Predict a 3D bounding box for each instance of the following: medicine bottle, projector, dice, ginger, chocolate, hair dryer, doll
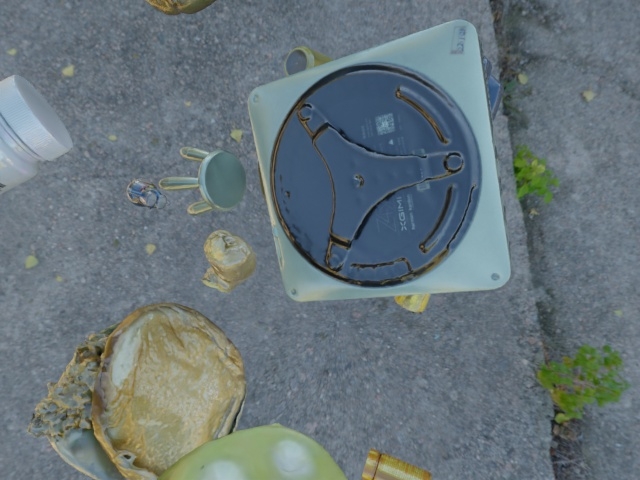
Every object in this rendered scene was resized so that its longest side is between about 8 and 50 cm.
[{"bbox_3d":[0.227,0.707,1.307,0.191,0.096,0.096,15,80,17],"label":"medicine bottle"},{"bbox_3d":[0.053,-0.066,0.472,0.259,0.079,0.257,-8,97,27],"label":"projector"},{"bbox_3d":[-0.064,0.293,0.399,0.169,0.169,0.166,43,120,42],"label":"dice"},{"bbox_3d":[-0.376,-0.091,0.461,0.186,0.103,0.103,-31,80,-6],"label":"medicine bottle"},{"bbox_3d":[-0.257,0.061,1.240,0.138,0.267,0.152,39,51,19],"label":"ginger"},{"bbox_3d":[0.252,0.065,1.044,0.085,0.085,0.219,22,109,6],"label":"chocolate"},{"bbox_3d":[-0.080,-0.374,1.149,0.278,0.135,0.090,-43,73,30],"label":"hair dryer"},{"bbox_3d":[-0.514,-0.135,1.282,0.152,0.114,0.086,25,95,41],"label":"doll"}]

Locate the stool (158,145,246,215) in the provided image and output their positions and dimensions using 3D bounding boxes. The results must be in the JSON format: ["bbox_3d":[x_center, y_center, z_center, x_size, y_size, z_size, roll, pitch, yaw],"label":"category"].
[{"bbox_3d":[-0.375,-0.196,1.430,0.198,0.195,0.195,5,59,36],"label":"stool"}]

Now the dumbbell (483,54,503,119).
[{"bbox_3d":[0.269,-0.296,0.865,0.160,0.325,0.144,-13,91,28],"label":"dumbbell"}]

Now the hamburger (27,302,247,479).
[{"bbox_3d":[-0.230,0.217,0.607,0.146,0.286,0.243,-28,76,36],"label":"hamburger"}]

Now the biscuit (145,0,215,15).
[{"bbox_3d":[-0.063,-0.390,0.504,0.335,0.078,0.329,5,63,29],"label":"biscuit"}]

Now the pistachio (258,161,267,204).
[{"bbox_3d":[-0.114,-0.191,1.413,0.162,0.212,0.261,-18,83,9],"label":"pistachio"}]
